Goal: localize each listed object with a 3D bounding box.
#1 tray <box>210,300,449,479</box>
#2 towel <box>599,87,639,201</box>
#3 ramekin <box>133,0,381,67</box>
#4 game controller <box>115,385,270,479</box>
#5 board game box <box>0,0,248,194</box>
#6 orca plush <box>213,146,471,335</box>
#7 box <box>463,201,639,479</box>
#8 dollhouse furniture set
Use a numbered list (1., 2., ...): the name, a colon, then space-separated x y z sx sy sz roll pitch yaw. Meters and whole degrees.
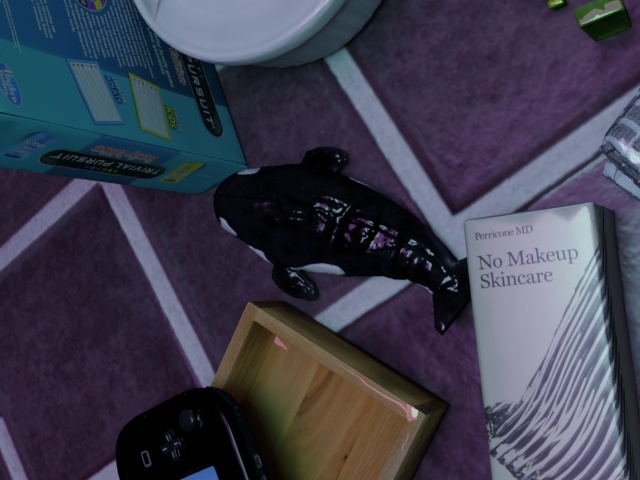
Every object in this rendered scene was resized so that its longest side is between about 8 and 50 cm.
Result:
1. tray: -0.057 0.287 0.835 0.203 0.076 0.411 30 102 26
2. towel: 0.366 -0.066 0.595 0.283 0.121 0.235 44 107 23
3. ramekin: -0.049 -0.293 0.826 0.273 0.127 0.273 -1 88 28
4. game controller: -0.092 0.298 0.774 0.166 0.067 0.319 -28 74 24
5. board game box: -0.226 -0.183 0.797 0.079 0.336 0.254 -25 76 25
6. orca plush: 0.000 0.000 0.799 0.287 0.102 0.151 37 105 25
7. box: 0.193 0.112 0.694 0.113 0.094 0.275 -10 84 28
8. dollhouse furniture set: 0.215 -0.247 0.719 0.076 0.058 0.152 -17 80 26
